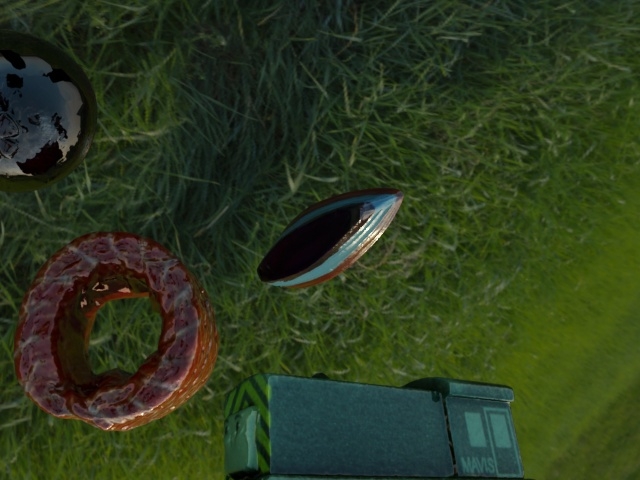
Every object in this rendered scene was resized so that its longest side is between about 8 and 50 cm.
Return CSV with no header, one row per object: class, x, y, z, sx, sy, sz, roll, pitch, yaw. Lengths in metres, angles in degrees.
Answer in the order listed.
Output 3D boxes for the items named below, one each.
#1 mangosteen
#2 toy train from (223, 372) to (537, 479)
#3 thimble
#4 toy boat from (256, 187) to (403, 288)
mangosteen,-0.591,-0.258,1.225,0.307,0.347,0.306,-4,115,-8
toy train,0.047,0.203,0.528,0.330,0.178,0.138,14,147,-29
thimble,-0.360,0.170,1.154,0.350,0.230,0.350,0,77,-2
toy boat,0.000,0.000,1.112,0.079,0.392,0.136,-20,82,-37
